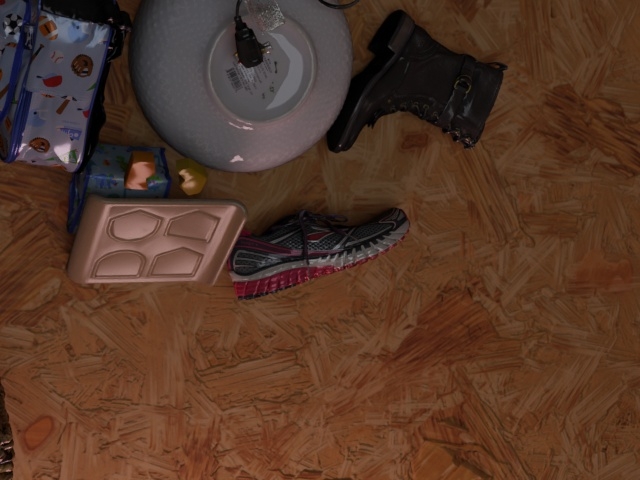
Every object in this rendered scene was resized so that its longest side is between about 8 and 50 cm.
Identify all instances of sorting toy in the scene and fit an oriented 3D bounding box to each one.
[{"bbox_3d":[-0.226,-0.030,1.743,0.229,0.041,0.307,4,145,-21],"label":"sorting toy"}]

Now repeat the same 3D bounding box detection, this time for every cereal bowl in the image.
[{"bbox_3d":[-0.101,-0.256,1.760,0.339,0.141,0.339,-6,107,-19],"label":"cereal bowl"}]

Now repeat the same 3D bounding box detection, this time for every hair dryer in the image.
[{"bbox_3d":[-0.088,-0.401,1.632,0.223,0.080,0.293,-38,119,-15],"label":"hair dryer"}]

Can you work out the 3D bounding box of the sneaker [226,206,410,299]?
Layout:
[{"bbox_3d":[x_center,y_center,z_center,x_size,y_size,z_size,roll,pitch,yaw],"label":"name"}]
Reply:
[{"bbox_3d":[0.000,0.000,1.883,0.299,0.121,0.112,-17,89,-19],"label":"sneaker"}]

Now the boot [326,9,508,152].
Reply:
[{"bbox_3d":[0.156,-0.206,1.889,0.229,0.091,0.263,31,92,-23],"label":"boot"}]

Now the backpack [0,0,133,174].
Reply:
[{"bbox_3d":[-0.369,-0.227,1.618,0.213,0.276,0.263,3,111,-15],"label":"backpack"}]

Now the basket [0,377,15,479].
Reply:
[{"bbox_3d":[-0.540,0.320,1.683,0.213,0.299,0.223,0,105,-19],"label":"basket"}]

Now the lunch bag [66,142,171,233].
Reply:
[{"bbox_3d":[-0.295,-0.065,1.773,0.129,0.096,0.151,3,133,-20],"label":"lunch bag"}]
